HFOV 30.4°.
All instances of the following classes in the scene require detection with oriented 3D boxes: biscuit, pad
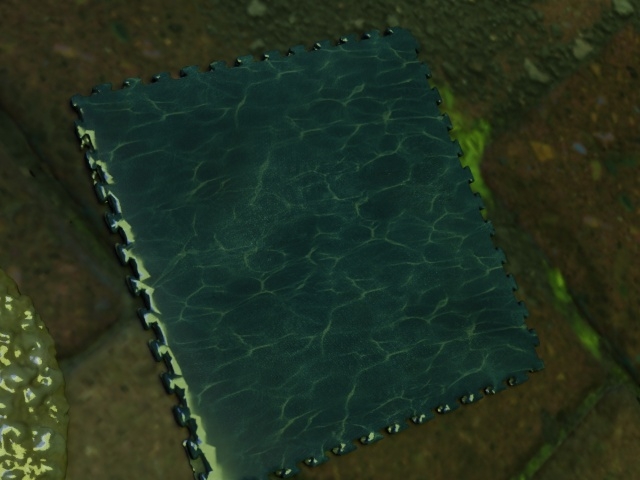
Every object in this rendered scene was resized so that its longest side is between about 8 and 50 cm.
[{"bbox_3d":[-0.223,0.051,0.621,0.250,0.032,0.133,39,60,-8],"label":"biscuit"},{"bbox_3d":[0.000,0.000,0.757,0.269,0.012,0.269,-18,82,-29],"label":"pad"}]
